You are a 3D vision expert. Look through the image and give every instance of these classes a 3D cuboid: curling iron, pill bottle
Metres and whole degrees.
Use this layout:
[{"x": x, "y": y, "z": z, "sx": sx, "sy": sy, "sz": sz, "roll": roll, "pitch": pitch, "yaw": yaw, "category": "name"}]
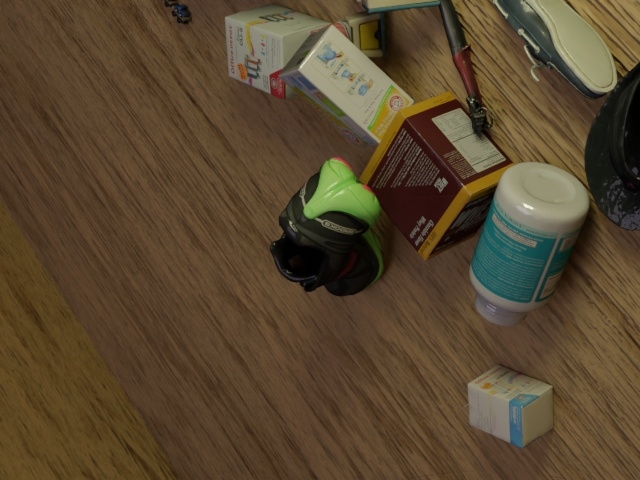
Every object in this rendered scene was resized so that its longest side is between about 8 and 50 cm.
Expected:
[{"x": 0.234, "y": -0.305, "z": 1.703, "sx": 0.068, "sy": 0.035, "sz": 0.274, "roll": -97, "pitch": -10, "yaw": -85, "category": "curling iron"}, {"x": 0.327, "y": 0.015, "z": 1.680, "sx": 0.146, "sy": 0.146, "sz": 0.264, "roll": 41, "pitch": 137, "yaw": 30, "category": "pill bottle"}]

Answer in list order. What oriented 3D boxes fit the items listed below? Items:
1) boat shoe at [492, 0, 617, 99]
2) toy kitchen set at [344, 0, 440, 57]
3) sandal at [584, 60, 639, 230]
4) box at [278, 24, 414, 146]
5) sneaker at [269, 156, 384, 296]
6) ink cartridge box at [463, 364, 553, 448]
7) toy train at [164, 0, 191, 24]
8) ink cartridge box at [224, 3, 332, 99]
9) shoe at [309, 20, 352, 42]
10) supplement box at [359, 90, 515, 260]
[{"x": 0.337, "y": -0.299, "z": 1.532, "sx": 0.254, "sy": 0.095, "sz": 0.079, "roll": 54, "pitch": 141, "yaw": 18, "category": "boat shoe"}, {"x": 0.118, "y": -0.373, "z": 1.752, "sx": 0.207, "sy": 0.122, "sz": 0.166, "roll": -113, "pitch": 17, "yaw": -63, "category": "toy kitchen set"}, {"x": 0.468, "y": -0.182, "z": 1.396, "sx": 0.167, "sy": 0.107, "sz": 0.446, "roll": 33, "pitch": 135, "yaw": 16, "category": "sandal"}, {"x": 0.045, "y": -0.265, "z": 1.821, "sx": 0.203, "sy": 0.103, "sz": 0.114, "roll": 40, "pitch": 169, "yaw": -17, "category": "box"}, {"x": 0.000, "y": 0.000, "z": 1.953, "sx": 0.185, "sy": 0.202, "sz": 0.483, "roll": 52, "pitch": 172, "yaw": 20, "category": "sneaker"}, {"x": 0.335, "y": 0.295, "z": 1.875, "sx": 0.143, "sy": 0.092, "sz": 0.090, "roll": 19, "pitch": 123, "yaw": 45, "category": "ink cartridge box"}, {"x": -0.335, "y": -0.540, "z": 2.310, "sx": 0.158, "sy": 0.027, "sz": 0.036, "roll": 53, "pitch": 132, "yaw": 18, "category": "toy train"}, {"x": -0.081, "y": -0.366, "z": 1.999, "sx": 0.176, "sy": 0.127, "sz": 0.128, "roll": 28, "pitch": 131, "yaw": 41, "category": "ink cartridge box"}, {"x": 0.036, "y": -0.312, "z": 1.918, "sx": 0.063, "sy": 0.081, "sz": 0.178, "roll": -6, "pitch": 105, "yaw": 53, "category": "shoe"}, {"x": 0.200, "y": -0.110, "z": 1.784, "sx": 0.194, "sy": 0.129, "sz": 0.191, "roll": 52, "pitch": 142, "yaw": 19, "category": "supplement box"}]
